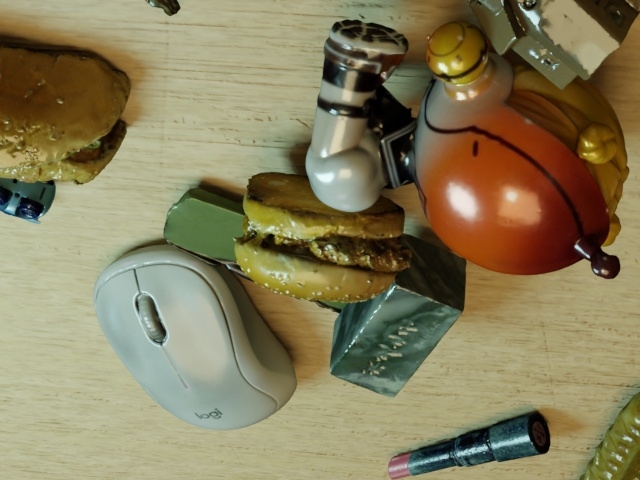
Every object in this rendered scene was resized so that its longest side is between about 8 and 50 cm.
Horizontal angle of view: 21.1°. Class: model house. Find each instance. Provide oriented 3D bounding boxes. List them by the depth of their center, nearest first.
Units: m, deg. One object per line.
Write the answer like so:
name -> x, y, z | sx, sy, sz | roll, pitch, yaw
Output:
model house -> 0.172, -0.268, 1.498 | 0.248, 0.176, 0.181 | 38, 132, -5

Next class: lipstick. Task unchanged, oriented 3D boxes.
lipstick -> 0.185, 0.273, 2.208 | 0.234, 0.053, 0.053 | -21, 132, 36

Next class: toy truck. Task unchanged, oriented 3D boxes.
toy truck -> -0.363, -0.066, 1.911 | 0.136, 0.063, 0.074 | 26, 157, -14

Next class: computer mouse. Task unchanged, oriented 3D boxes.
computer mouse -> -0.152, 0.134, 2.057 | 0.184, 0.121, 0.297 | -9, 138, 24

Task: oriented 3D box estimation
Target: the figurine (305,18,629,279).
figurine -> 0.155, -0.077, 1.660 | 0.323, 0.196, 0.320 | 14, 156, 20

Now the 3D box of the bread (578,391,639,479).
bread -> 0.380, 0.304, 2.183 | 0.077, 0.084, 0.367 | -25, 151, -27

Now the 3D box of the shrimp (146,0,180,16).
shrimp -> -0.158, -0.295, 1.616 | 0.148, 0.035, 0.195 | -21, 130, 29

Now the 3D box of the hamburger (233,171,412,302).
hamburger -> 0.006, 0.002, 1.807 | 0.191, 0.182, 0.118 | 9, 105, 17

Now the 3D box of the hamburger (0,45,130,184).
hamburger -> -0.331, -0.130, 1.771 | 0.262, 0.131, 0.124 | 8, 141, -5

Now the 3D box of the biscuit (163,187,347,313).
biscuit -> -0.025, 0.021, 1.956 | 0.322, 0.038, 0.099 | 21, 135, -13

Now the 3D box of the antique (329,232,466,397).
antique -> 0.082, 0.090, 1.925 | 0.088, 0.086, 0.183 | 22, 132, -13
